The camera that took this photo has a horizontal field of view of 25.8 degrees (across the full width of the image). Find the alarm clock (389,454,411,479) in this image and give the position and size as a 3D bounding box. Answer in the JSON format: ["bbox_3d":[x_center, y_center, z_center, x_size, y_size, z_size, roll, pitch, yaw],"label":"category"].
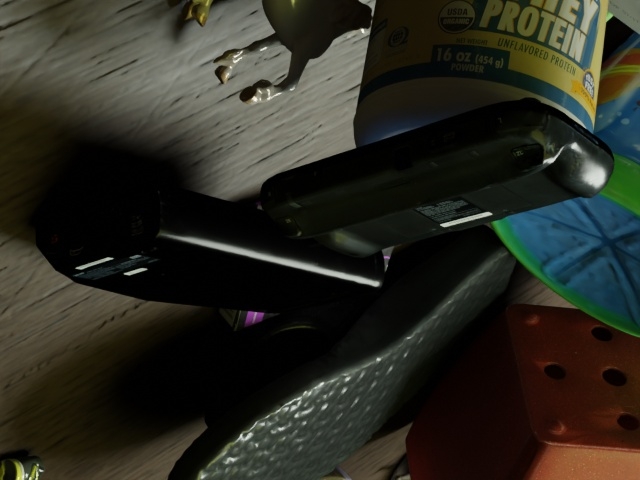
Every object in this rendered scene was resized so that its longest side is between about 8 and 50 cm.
[{"bbox_3d":[0.144,0.276,1.586,0.129,0.064,0.192,-39,153,-10],"label":"alarm clock"}]

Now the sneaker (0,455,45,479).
[{"bbox_3d":[-0.229,0.196,1.055,0.035,0.031,0.083,-13,137,-43],"label":"sneaker"}]

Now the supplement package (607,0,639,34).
[{"bbox_3d":[0.290,-0.276,1.002,0.244,0.139,0.134,-44,151,-3],"label":"supplement package"}]

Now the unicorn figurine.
[{"bbox_3d":[-0.022,-0.140,0.864,0.111,0.060,0.162,-38,150,-11],"label":"unicorn figurine"}]

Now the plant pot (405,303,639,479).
[{"bbox_3d":[0.245,0.208,1.320,0.267,0.267,0.236,6,128,-8],"label":"plant pot"}]

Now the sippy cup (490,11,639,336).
[{"bbox_3d":[0.292,-0.067,1.185,0.224,0.240,0.305,-52,159,-19],"label":"sippy cup"}]

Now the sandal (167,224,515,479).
[{"bbox_3d":[0.006,0.106,1.184,0.446,0.107,0.167,-32,149,-45],"label":"sandal"}]

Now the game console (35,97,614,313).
[{"bbox_3d":[0.012,-0.012,0.856,0.361,0.044,0.213,-15,161,38],"label":"game console"}]

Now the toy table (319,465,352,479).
[{"bbox_3d":[0.012,0.354,1.420,0.252,0.161,0.274,-40,149,-9],"label":"toy table"}]

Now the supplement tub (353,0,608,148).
[{"bbox_3d":[0.104,-0.135,0.866,0.144,0.144,0.200,49,47,-60],"label":"supplement tub"}]

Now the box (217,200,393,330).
[{"bbox_3d":[0.000,0.000,1.097,0.162,0.029,0.116,-19,142,-35],"label":"box"}]
